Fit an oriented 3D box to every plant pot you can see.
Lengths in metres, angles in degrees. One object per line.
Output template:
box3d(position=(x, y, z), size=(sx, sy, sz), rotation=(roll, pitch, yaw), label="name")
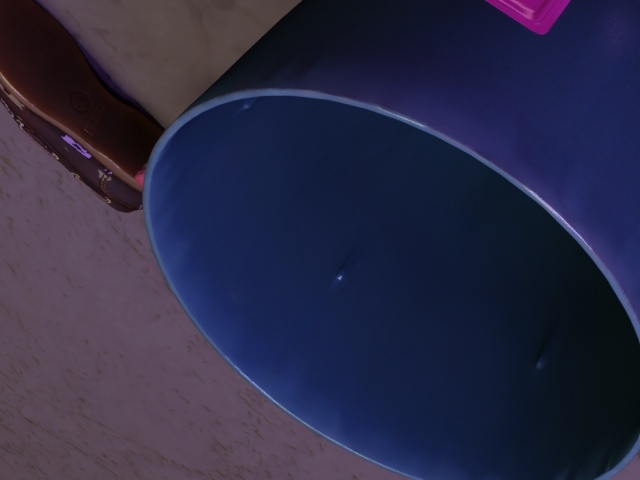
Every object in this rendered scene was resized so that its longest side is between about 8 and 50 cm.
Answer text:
box3d(position=(0.086, -0.040, 0.904), size=(0.293, 0.235, 0.293), rotation=(21, 142, 18), label="plant pot")

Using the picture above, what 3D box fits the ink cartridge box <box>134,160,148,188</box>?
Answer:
box3d(position=(0.000, 0.000, 1.147), size=(0.158, 0.092, 0.218), rotation=(-7, 126, 44), label="ink cartridge box")

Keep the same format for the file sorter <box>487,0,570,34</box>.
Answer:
box3d(position=(0.100, -0.274, 0.661), size=(0.202, 0.182, 0.290), rotation=(33, 146, 0), label="file sorter")

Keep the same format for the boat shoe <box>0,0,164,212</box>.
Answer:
box3d(position=(-0.195, -0.097, 1.207), size=(0.207, 0.073, 0.073), rotation=(47, 141, -18), label="boat shoe")
